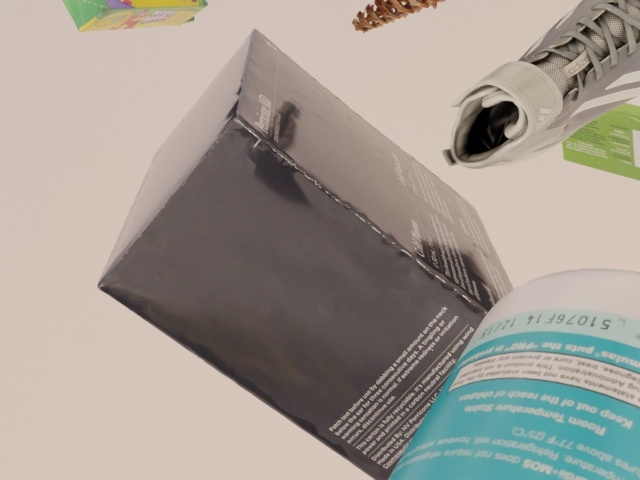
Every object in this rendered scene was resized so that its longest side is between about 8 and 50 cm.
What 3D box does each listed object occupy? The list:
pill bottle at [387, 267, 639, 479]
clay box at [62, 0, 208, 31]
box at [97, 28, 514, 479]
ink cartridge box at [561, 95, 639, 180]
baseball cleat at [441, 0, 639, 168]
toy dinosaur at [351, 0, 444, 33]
[{"bbox_3d":[0.070,0.143,0.333,0.146,0.146,0.264,20,-130,24],"label":"pill bottle"},{"bbox_3d":[-0.207,-0.297,1.086,0.053,0.222,0.127,-28,-89,29],"label":"clay box"},{"bbox_3d":[0.000,0.000,0.917,0.179,0.312,0.343,-48,-165,16],"label":"box"},{"bbox_3d":[0.443,-0.182,1.232,0.255,0.097,0.188,-38,-139,-28],"label":"ink cartridge box"},{"bbox_3d":[0.155,-0.101,0.564,0.072,0.206,0.109,51,-147,8],"label":"baseball cleat"},{"bbox_3d":[0.120,-0.323,0.962,0.218,0.322,0.164,36,-159,-6],"label":"toy dinosaur"}]
